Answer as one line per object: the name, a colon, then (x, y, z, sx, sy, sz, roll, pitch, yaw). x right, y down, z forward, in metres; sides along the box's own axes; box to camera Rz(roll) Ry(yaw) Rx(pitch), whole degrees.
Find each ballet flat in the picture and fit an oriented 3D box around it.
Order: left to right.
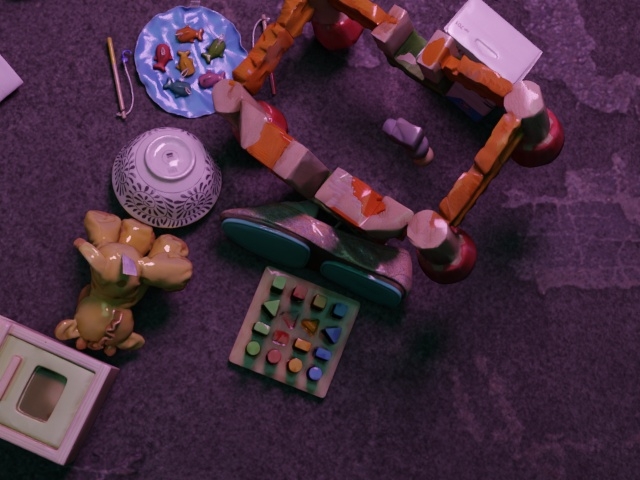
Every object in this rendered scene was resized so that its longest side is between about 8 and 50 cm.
ballet flat: (0.000, 0.000, 1.439, 0.316, 0.107, 0.106, 25, 59, -7)

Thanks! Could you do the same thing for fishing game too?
fishing game: (-0.205, -0.293, 1.482, 0.264, 0.041, 0.189, -7, 85, -7)

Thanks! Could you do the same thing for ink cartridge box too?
ink cartridge box: (0.243, -0.279, 1.449, 0.139, 0.191, 0.082, 41, 78, 0)

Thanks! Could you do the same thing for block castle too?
block castle: (0.092, -0.166, 1.358, 0.453, 0.213, 0.303, 35, 88, 23)

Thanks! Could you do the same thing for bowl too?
bowl: (-0.232, -0.111, 1.411, 0.170, 0.080, 0.170, 4, 68, -11)

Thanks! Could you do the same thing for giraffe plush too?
giraffe plush: (-0.300, 0.078, 1.363, 0.181, 0.210, 0.170, 24, 108, -5)

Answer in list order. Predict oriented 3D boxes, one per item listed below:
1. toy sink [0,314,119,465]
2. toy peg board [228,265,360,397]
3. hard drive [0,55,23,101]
toy sink: (-0.434, 0.205, 1.332, 0.234, 0.131, 0.153, 26, 79, -1)
toy peg board: (-0.037, 0.138, 1.412, 0.160, 0.079, 0.161, 22, 80, -2)
hard drive: (-0.649, -0.209, 1.349, 0.353, 0.047, 0.233, -43, 130, -11)
